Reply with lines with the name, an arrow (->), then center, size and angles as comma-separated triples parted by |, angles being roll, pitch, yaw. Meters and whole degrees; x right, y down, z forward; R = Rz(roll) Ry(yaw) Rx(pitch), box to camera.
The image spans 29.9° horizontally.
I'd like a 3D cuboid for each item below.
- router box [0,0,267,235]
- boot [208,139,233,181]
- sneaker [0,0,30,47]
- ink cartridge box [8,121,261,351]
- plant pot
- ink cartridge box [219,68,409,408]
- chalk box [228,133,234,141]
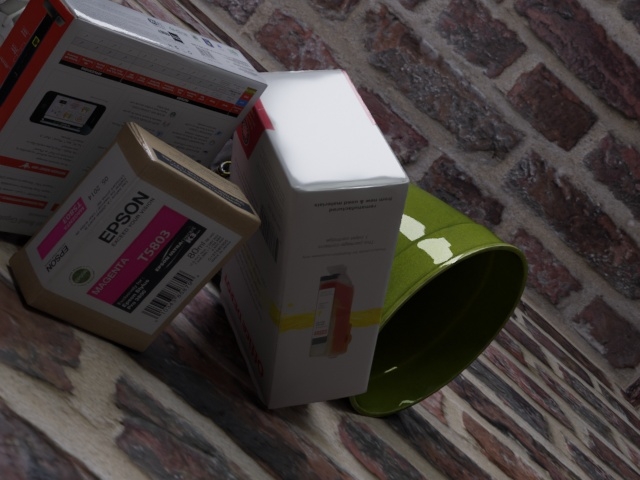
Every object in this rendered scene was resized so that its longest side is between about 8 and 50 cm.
router box -> -0.272, -0.136, 1.477 | 0.335, 0.301, 0.082 | 12, 32, -53
boot -> -0.095, -0.084, 1.940 | 0.091, 0.263, 0.229 | 64, 30, -48
sneaker -> -0.411, -0.286, 1.639 | 0.447, 0.257, 0.169 | 44, 35, 16
ink cartridge box -> -0.220, 0.003, 1.432 | 0.193, 0.234, 0.088 | 29, 19, -45
plant pot -> 0.092, 0.039, 1.999 | 0.353, 0.366, 0.366 | 48, 13, 31
ink cartridge box -> -0.023, -0.002, 1.656 | 0.161, 0.384, 0.279 | -6, 40, -18
chalk box -> -0.167, -0.178, 2.192 | 0.289, 0.180, 0.179 | 19, 22, -21
